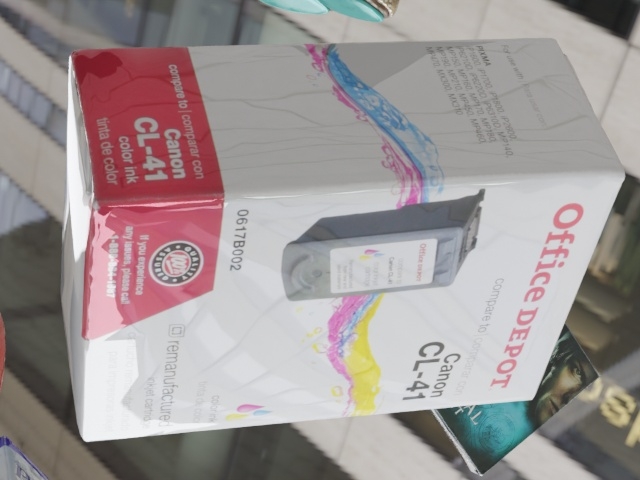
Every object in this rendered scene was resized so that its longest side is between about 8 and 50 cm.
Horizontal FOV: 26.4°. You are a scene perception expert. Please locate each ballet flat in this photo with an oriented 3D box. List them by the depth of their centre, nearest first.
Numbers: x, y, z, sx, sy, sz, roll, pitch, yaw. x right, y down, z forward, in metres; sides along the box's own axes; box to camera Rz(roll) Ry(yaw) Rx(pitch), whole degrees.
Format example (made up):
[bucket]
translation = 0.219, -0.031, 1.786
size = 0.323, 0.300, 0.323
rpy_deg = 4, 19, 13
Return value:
[ballet flat]
translation = 0.008, -0.235, 1.200
size = 0.073, 0.067, 0.206
rpy_deg = 35, 171, -40

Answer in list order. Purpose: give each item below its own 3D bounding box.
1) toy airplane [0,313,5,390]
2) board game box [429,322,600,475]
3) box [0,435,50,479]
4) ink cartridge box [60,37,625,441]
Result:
[toy airplane]
translation = -0.413, 0.273, 1.209
size = 0.384, 0.272, 0.386
rpy_deg = -26, -123, 3
[board game box]
translation = 0.115, 0.066, 1.033
size = 0.126, 0.186, 0.026
rpy_deg = -37, -168, -13
[box]
translation = -0.229, 0.240, 1.048
size = 0.072, 0.126, 0.137
rpy_deg = -36, -151, 0
[ink cartridge box]
translation = 0.000, 0.000, 0.835
size = 0.306, 0.226, 0.131
rpy_deg = -3, -133, -14
